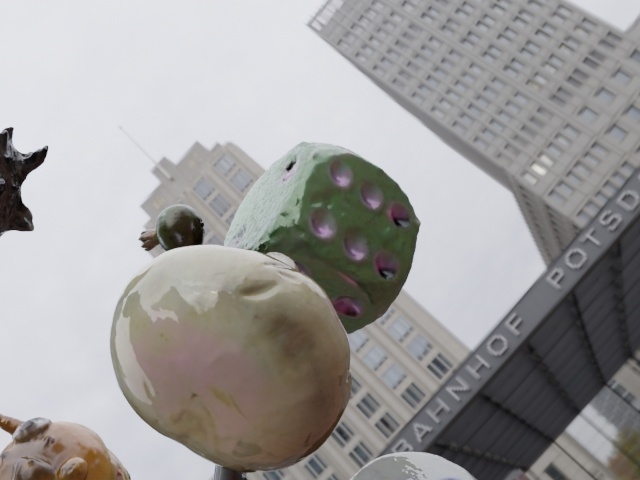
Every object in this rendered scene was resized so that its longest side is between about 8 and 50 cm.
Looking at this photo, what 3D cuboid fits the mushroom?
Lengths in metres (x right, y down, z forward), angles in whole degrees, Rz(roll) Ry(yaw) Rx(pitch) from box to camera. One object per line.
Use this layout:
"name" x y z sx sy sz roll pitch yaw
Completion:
"mushroom" -0.124 0.172 1.104 0.353 0.353 0.325 5 -96 -56

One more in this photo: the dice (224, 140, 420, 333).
"dice" 0.000 0.000 1.642 0.330 0.322 0.318 -34 30 46

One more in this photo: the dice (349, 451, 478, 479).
"dice" 0.185 0.575 1.429 0.251 0.259 0.243 -28 -60 -44

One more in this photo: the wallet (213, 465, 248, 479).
"wallet" -0.149 0.450 1.275 0.170 0.069 0.231 73 -160 -72

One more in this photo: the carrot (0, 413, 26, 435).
"carrot" -0.640 0.475 1.772 0.069 0.335 0.069 21 -90 -88

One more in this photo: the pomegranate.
"pomegranate" -0.309 -0.016 1.568 0.142 0.115 0.114 -16 -28 10

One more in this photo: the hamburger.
"hamburger" -0.522 0.478 1.467 0.276 0.276 0.237 -38 -35 -17

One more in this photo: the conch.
"conch" -0.626 -0.097 1.395 0.186 0.241 0.313 20 -41 -34
